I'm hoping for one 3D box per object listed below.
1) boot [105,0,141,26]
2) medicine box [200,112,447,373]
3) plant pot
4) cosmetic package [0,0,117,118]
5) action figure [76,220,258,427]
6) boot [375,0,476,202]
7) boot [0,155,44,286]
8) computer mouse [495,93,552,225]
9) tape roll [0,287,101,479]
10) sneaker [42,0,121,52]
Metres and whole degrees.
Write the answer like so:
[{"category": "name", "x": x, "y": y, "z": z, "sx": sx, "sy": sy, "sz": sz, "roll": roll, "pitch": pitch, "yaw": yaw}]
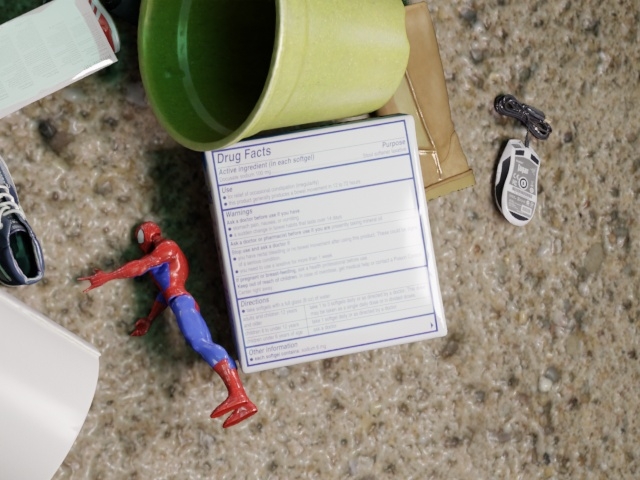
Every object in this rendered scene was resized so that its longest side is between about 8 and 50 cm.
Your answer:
[{"category": "boot", "x": -0.143, "y": -0.349, "z": 1.701, "sx": 0.207, "sy": 0.094, "sz": 0.247, "roll": 35, "pitch": 77, "yaw": -29}, {"category": "medicine box", "x": 0.000, "y": 0.000, "z": 1.691, "sx": 0.263, "sy": 0.149, "sz": 0.289, "roll": -10, "pitch": 93, "yaw": -7}, {"category": "plant pot", "x": -0.039, "y": -0.243, "z": 1.597, "sx": 0.253, "sy": 0.276, "sz": 0.276, "roll": -2, "pitch": 89, "yaw": -41}, {"category": "cosmetic package", "x": -0.369, "y": -0.202, "z": 1.558, "sx": 0.239, "sy": 0.060, "sz": 0.099, "roll": -29, "pitch": 103, "yaw": -17}, {"category": "action figure", "x": -0.196, "y": 0.108, "z": 1.633, "sx": 0.139, "sy": 0.091, "sz": 0.280, "roll": -24, "pitch": 68, "yaw": 0}, {"category": "boot", "x": 0.087, "y": -0.175, "z": 1.844, "sx": 0.236, "sy": 0.089, "sz": 0.270, "roll": -20, "pitch": 95, "yaw": -32}, {"category": "boot", "x": -0.373, "y": -0.037, "z": 1.557, "sx": 0.069, "sy": 0.086, "sz": 0.190, "roll": -26, "pitch": 101, "yaw": -29}, {"category": "computer mouse", "x": 0.292, "y": -0.114, "z": 1.984, "sx": 0.106, "sy": 0.042, "sz": 0.193, "roll": 22, "pitch": 71, "yaw": -33}, {"category": "tape roll", "x": -0.382, "y": 0.176, "z": 1.452, "sx": 0.169, "sy": 0.246, "sz": 0.246, "roll": 35, "pitch": 71, "yaw": -24}, {"category": "sneaker", "x": -0.299, "y": -0.275, "z": 1.636, "sx": 0.067, "sy": 0.042, "sz": 0.118, "roll": -34, "pitch": 97, "yaw": -31}]
